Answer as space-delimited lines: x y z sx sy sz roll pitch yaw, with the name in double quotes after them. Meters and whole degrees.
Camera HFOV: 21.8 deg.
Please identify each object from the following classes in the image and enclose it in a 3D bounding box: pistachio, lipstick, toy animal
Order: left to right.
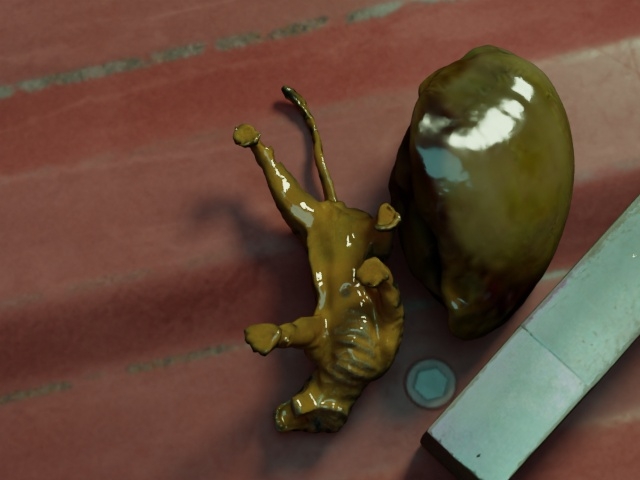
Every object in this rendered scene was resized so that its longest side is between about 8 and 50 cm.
0.008 0.000 1.168 0.114 0.116 0.255 -9 61 9 "toy animal"
0.108 -0.033 1.158 0.165 0.130 0.210 19 70 -38 "pistachio"
0.199 0.043 1.164 0.068 0.066 0.317 42 78 8 "lipstick"
